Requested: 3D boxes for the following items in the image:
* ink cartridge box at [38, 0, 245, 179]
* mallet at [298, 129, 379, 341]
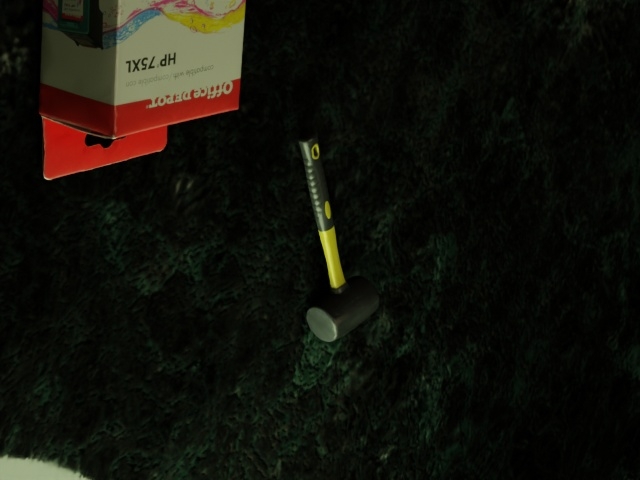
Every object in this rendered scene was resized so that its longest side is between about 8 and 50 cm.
[{"bbox_3d":[-0.121,-0.154,1.347,0.134,0.078,0.231,-19,120,-48],"label":"ink cartridge box"},{"bbox_3d":[0.000,0.000,1.620,0.062,0.039,0.189,-42,130,-32],"label":"mallet"}]
